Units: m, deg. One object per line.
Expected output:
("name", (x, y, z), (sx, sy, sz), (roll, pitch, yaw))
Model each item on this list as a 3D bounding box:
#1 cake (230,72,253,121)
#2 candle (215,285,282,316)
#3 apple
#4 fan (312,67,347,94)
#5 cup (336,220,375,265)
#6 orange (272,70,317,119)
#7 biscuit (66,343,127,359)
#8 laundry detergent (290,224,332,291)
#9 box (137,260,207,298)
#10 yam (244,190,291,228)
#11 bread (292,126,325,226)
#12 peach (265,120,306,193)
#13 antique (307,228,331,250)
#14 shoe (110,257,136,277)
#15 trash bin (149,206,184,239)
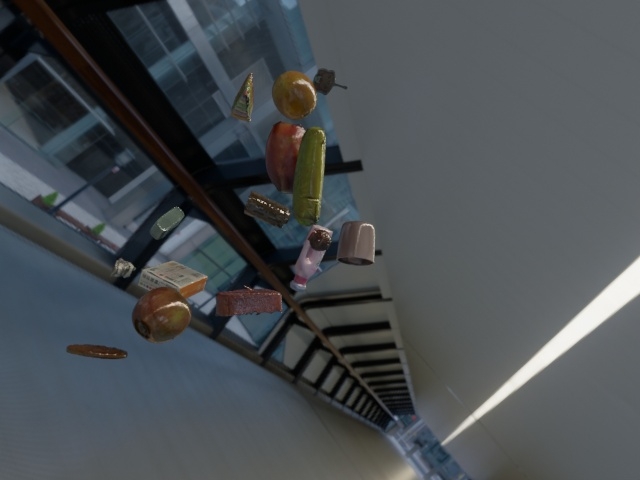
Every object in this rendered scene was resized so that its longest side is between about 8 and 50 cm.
("cake", (-0.334, -0.608, 2.006), (0.090, 0.109, 0.225), (14, -21, -4))
("candle", (-0.306, 0.266, 2.110), (0.317, 0.287, 0.131), (1, 88, -64))
("apple", (-0.553, 0.261, 1.636), (0.188, 0.174, 0.188), (19, -53, 26))
("fan", (0.049, -0.815, 2.436), (0.220, 0.131, 0.009), (28, 13, 29))
("cup", (0.197, 0.021, 2.441), (0.192, 0.200, 0.253), (1, -16, 20))
("orange", (-0.129, -0.713, 2.313), (0.236, 0.236, 0.236), (51, -5, 7))
("biscuit", (-0.732, 0.362, 1.545), (0.188, 0.027, 0.188), (10, -10, 2))
("laundry detergent", (-0.053, 0.090, 2.297), (0.088, 0.335, 0.159), (28, 7, 36))
("box", (-0.704, 0.192, 2.260), (0.221, 0.091, 0.274), (24, 12, 12))
("yam", (-0.279, -0.159, 2.466), (0.238, 0.129, 0.128), (22, 11, -12))
("bread", (-0.045, -0.245, 1.801), (0.166, 0.112, 0.383), (13, 82, -87))
("peach", (-0.124, -0.379, 2.110), (0.281, 0.281, 0.338), (-137, -146, -56))
("antique", (0.000, 0.000, 2.047), (0.104, 0.104, 0.104), (51, -5, 7))
("shoe", (-0.998, 0.150, 2.382), (0.092, 0.089, 0.180), (23, 3, -14))
("trash bin", (-0.592, -0.065, 1.817), (0.059, 0.116, 0.130), (49, -31, -9))
